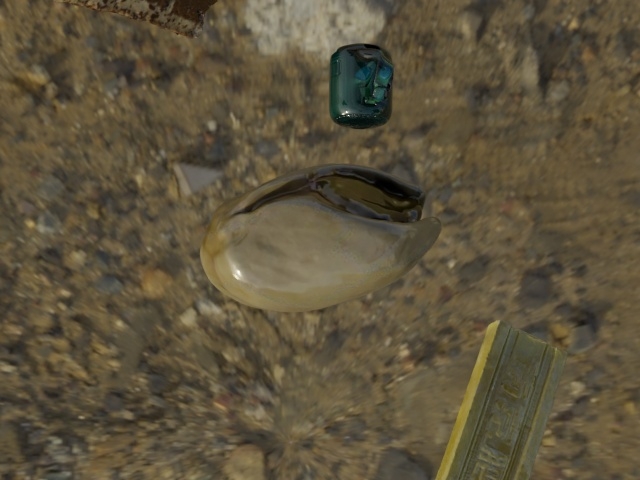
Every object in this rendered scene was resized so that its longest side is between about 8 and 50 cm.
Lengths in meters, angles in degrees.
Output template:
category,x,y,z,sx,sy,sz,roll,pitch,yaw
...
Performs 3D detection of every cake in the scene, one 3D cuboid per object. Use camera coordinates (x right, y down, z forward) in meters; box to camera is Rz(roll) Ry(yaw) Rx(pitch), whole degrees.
category,x,y,z,sx,sy,sz,roll,pitch,yaw
cake,-0.221,-0.313,1.353,0.135,0.246,0.112,41,109,27

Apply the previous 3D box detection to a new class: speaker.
category,x,y,z,sx,sy,sz,roll,pitch,yaw
speaker,0.037,-0.146,1.162,0.060,0.094,0.075,0,80,2

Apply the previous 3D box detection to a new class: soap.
category,x,y,z,sx,sy,sz,roll,pitch,yaw
soap,0.186,0.218,1.353,0.092,0.037,0.252,25,72,-11

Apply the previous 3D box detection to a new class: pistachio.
category,x,y,z,sx,sy,sz,roll,pitch,yaw
pistachio,0.000,0.000,1.239,0.237,0.153,0.138,-15,51,-2
